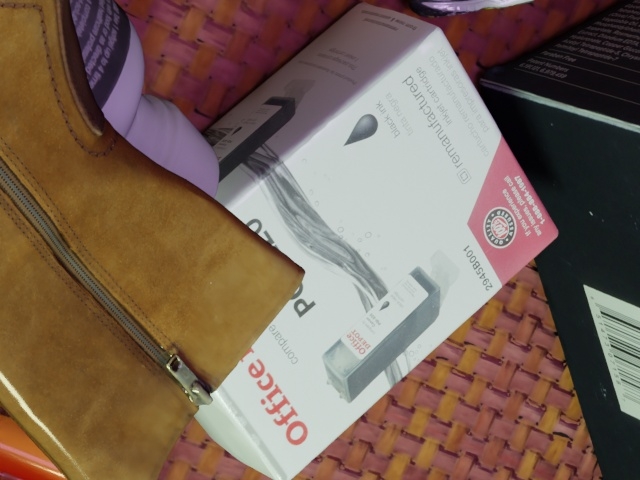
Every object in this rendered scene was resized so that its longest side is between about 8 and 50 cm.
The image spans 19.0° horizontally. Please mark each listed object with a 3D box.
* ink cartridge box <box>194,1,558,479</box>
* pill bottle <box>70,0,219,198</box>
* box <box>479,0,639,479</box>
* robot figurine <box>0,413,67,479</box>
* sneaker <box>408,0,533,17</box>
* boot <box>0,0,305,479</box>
[{"bbox_3d":[0.000,0.000,1.040,0.218,0.092,0.158,-40,120,-12],"label":"ink cartridge box"},{"bbox_3d":[-0.182,-0.086,0.869,0.162,0.162,0.278,-49,121,-9],"label":"pill bottle"},{"bbox_3d":[0.310,-0.006,1.163,0.312,0.179,0.343,-31,117,-20],"label":"box"},{"bbox_3d":[-0.174,0.181,0.971,0.219,0.128,0.158,19,117,-30],"label":"robot figurine"},{"bbox_3d":[0.084,-0.147,1.085,0.083,0.031,0.035,-12,96,-31],"label":"sneaker"},{"bbox_3d":[-0.087,-0.054,0.786,0.280,0.096,0.264,44,69,-36],"label":"boot"}]
